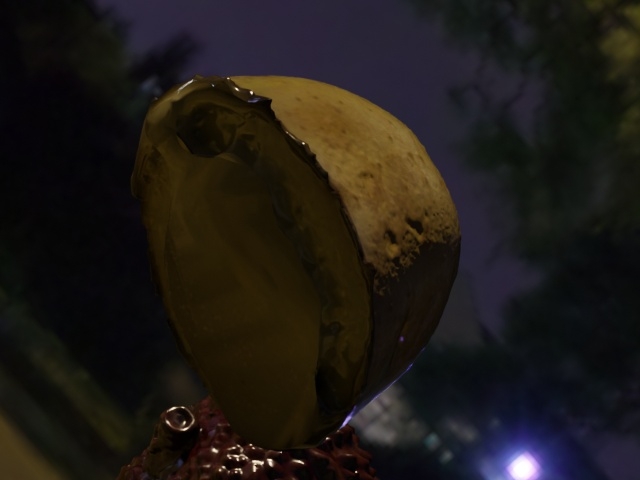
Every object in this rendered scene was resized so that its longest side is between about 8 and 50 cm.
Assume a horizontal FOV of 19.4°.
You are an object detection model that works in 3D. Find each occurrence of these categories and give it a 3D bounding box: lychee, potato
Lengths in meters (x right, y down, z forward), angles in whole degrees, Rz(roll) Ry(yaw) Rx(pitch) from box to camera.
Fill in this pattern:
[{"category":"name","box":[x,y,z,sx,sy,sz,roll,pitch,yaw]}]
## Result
[{"category":"lychee","box":[-0.073,0.299,1.953,0.330,0.306,0.306,51,-5,-20]},{"category":"potato","box":[0.000,0.000,1.421,0.285,0.242,0.242,61,-3,13]}]
